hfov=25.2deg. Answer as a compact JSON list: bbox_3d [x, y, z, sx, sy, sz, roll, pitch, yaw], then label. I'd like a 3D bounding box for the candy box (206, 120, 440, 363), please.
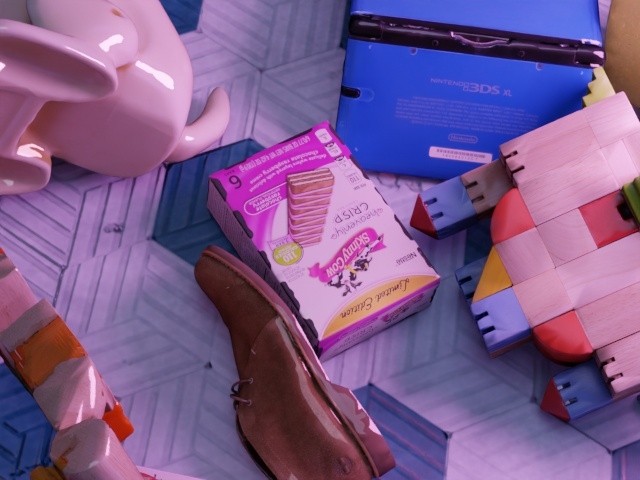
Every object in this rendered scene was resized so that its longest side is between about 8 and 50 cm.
[{"bbox_3d":[0.000,0.000,1.566,0.159,0.071,0.233,-27,67,-20],"label":"candy box"}]

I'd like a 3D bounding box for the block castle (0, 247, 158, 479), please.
[{"bbox_3d":[-0.346,0.188,1.301,0.303,0.213,0.453,-36,49,-13],"label":"block castle"}]

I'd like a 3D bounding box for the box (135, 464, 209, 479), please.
[{"bbox_3d":[-0.092,0.278,1.404,0.324,0.067,0.063,11,59,1],"label":"box"}]

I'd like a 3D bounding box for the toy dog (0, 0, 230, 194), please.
[{"bbox_3d":[-0.283,-0.289,1.585,0.395,0.284,0.408,3,59,-23],"label":"toy dog"}]

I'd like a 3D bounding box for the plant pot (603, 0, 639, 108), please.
[{"bbox_3d":[0.483,-0.226,1.656,0.293,0.275,0.275,9,59,16],"label":"plant pot"}]

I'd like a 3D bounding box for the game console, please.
[{"bbox_3d":[0.171,-0.211,1.680,0.293,0.250,0.173,7,20,-2],"label":"game console"}]

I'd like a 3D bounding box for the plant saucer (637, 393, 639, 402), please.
[{"bbox_3d":[0.414,0.229,1.513,0.067,0.018,0.192,-23,66,-17],"label":"plant saucer"}]

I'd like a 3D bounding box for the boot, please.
[{"bbox_3d":[-0.057,0.138,1.470,0.115,0.112,0.305,-34,71,-10],"label":"boot"}]

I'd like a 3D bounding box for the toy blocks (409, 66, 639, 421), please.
[{"bbox_3d":[0.260,0.032,1.515,0.260,0.191,0.381,-24,75,2],"label":"toy blocks"}]
